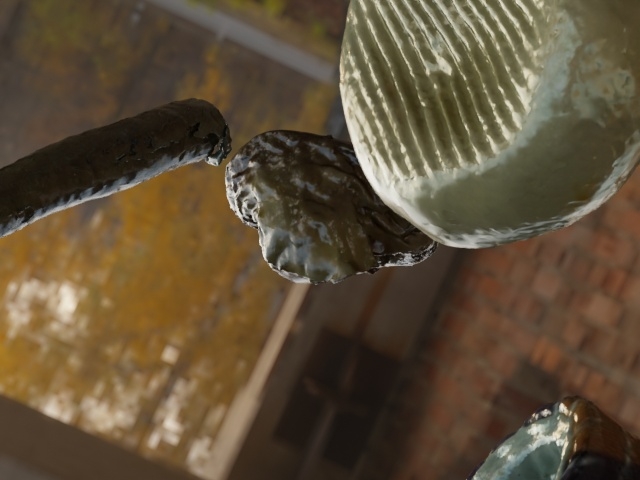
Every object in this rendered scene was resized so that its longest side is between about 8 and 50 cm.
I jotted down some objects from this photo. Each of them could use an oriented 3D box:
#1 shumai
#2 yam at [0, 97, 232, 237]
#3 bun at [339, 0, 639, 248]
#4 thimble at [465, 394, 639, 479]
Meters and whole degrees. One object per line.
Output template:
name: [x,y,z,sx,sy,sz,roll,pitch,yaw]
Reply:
shumai: [-0.004,-0.010,1.295,0.139,0.105,0.123,40,153,13]
yam: [-0.084,-0.022,0.670,0.033,0.027,0.129,27,-145,32]
bun: [0.105,-0.095,0.987,0.127,0.222,0.222,7,-170,-29]
thimble: [0.183,0.246,1.508,0.150,0.237,0.237,37,180,-9]
